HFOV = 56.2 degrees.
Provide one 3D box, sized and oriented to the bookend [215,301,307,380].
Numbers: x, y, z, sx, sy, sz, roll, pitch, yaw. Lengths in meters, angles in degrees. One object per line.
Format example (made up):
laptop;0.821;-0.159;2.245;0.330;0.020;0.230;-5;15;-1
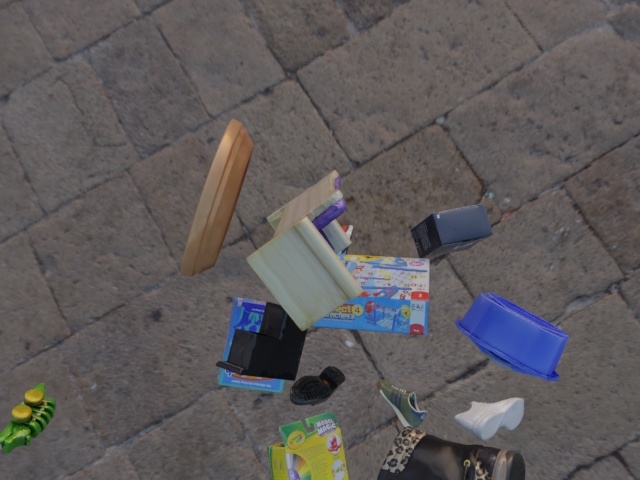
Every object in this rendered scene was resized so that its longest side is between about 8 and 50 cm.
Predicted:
bookend;-0.106;0.186;1.175;0.072;0.157;0.156;8;82;41

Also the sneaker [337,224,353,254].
sneaker;0.038;-0.003;1.965;0.119;0.279;0.107;17;102;4

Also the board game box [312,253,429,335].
board game box;0.114;0.121;1.476;0.302;0.308;0.086;3;106;9

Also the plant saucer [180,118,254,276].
plant saucer;-0.122;-0.047;0.732;0.037;0.200;0.199;19;80;-7

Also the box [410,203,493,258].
box;0.353;-0.023;1.626;0.156;0.158;0.093;-11;76;-16

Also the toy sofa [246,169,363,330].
toy sofa;0.000;0.000;1.063;0.177;0.362;0.150;-34;100;7

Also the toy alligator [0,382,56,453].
toy alligator;-0.457;0.292;0.926;0.051;0.189;0.056;19;116;-5

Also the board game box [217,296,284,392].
board game box;-0.150;0.253;1.451;0.160;0.047;0.210;11;95;-16

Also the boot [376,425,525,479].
boot;0.252;0.596;1.276;0.284;0.138;0.377;8;70;41

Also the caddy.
caddy;0.579;0.300;1.820;0.341;0.241;0.179;30;100;26

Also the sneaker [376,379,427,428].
sneaker;0.256;0.488;1.843;0.086;0.064;0.192;-48;49;13

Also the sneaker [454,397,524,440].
sneaker;0.405;0.408;1.428;0.094;0.212;0.080;14;100;47

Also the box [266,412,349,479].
box;-0.011;0.324;0.783;0.043;0.105;0.179;-16;79;45

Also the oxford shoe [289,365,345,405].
oxford shoe;-0.017;0.412;1.607;0.083;0.227;0.096;44;111;24
